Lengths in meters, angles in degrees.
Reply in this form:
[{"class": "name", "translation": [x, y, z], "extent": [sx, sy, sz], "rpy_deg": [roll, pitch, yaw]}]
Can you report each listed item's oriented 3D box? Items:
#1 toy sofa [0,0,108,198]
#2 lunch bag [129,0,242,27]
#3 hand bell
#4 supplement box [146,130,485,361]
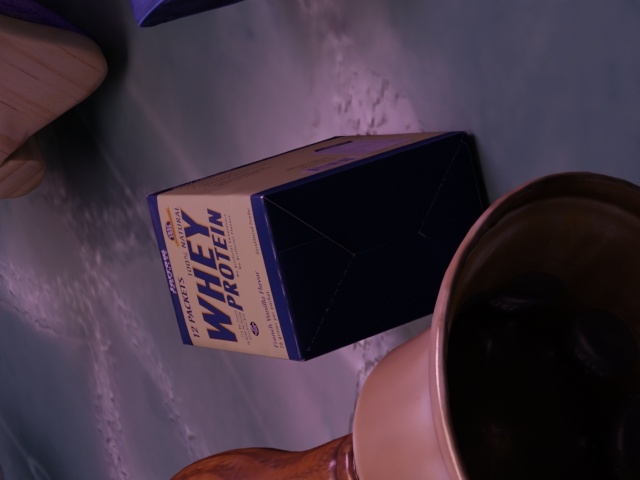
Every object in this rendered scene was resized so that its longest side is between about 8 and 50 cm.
[{"class": "toy sofa", "translation": [-0.265, -0.123, 0.779], "extent": [0.177, 0.362, 0.150], "rpy_deg": [-40, 53, 17]}, {"class": "lunch bag", "translation": [-0.035, -0.122, 0.664], "extent": [0.098, 0.067, 0.065], "rpy_deg": [-29, 83, 59]}, {"class": "hand bell", "translation": [0.013, 0.074, 0.608], "extent": [0.242, 0.126, 0.126], "rpy_deg": [-26, 85, 51]}, {"class": "supplement box", "translation": [0.000, 0.000, 0.663], "extent": [0.083, 0.083, 0.056], "rpy_deg": [2, 108, 59]}]
